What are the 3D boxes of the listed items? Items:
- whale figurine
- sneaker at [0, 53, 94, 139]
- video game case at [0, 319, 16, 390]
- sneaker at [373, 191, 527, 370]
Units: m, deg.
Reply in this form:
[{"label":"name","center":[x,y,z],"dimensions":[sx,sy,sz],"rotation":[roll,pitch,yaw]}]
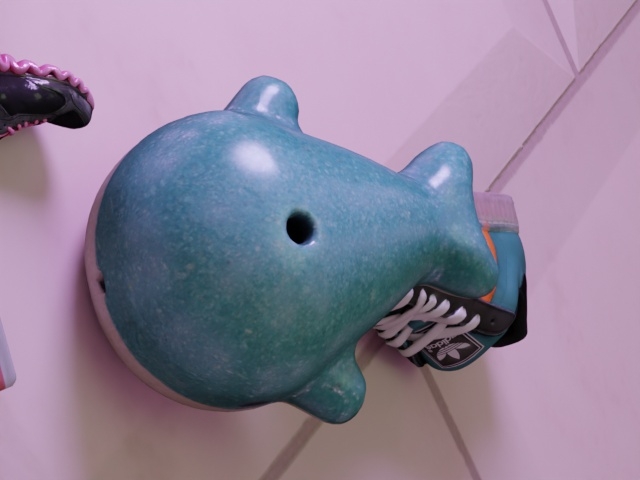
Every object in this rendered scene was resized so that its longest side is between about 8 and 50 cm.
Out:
[{"label":"whale figurine","center":[0.000,0.000,1.033],"dimensions":[0.272,0.141,0.216],"rotation":[-8,82,-29]},{"label":"sneaker","center":[-0.177,-0.075,0.965],"dimensions":[0.119,0.047,0.057],"rotation":[18,67,-45]},{"label":"video game case","center":[-0.264,0.011,0.727],"dimensions":[0.285,0.025,0.204],"rotation":[-23,104,-47]},{"label":"sneaker","center":[0.079,0.034,1.245],"dimensions":[0.302,0.108,0.121],"rotation":[-5,76,-59]}]
